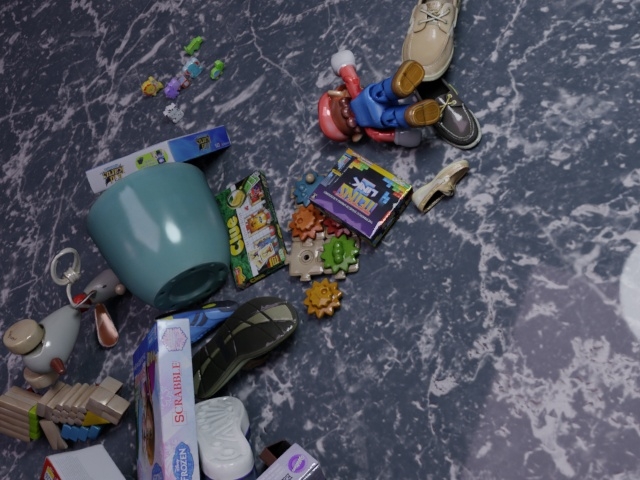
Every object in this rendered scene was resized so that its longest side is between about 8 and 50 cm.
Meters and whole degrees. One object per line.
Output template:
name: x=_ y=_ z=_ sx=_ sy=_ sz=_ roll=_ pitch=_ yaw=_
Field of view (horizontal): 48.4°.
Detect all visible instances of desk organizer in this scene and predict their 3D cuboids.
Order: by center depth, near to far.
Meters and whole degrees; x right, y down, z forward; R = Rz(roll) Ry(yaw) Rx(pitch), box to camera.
desk organizer: x=-0.054 y=0.435 z=1.361 sx=0.130 sy=0.047 sz=0.050 roll=34 pitch=86 yaw=37

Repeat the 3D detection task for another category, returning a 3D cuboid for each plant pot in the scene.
plant pot: x=-0.336 y=0.011 z=1.579 sx=0.293 sy=0.293 sz=0.235 roll=-37 pitch=67 yaw=12

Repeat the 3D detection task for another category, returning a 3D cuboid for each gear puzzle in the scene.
gear puzzle: x=0.000 y=0.000 z=1.506 sx=0.175 sy=0.044 sz=0.339 roll=-5 pitch=67 yaw=22

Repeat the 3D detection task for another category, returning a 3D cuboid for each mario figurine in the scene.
mario figurine: x=0.122 y=-0.301 z=1.500 sx=0.320 sy=0.170 sz=0.198 roll=5 pitch=91 yaw=56

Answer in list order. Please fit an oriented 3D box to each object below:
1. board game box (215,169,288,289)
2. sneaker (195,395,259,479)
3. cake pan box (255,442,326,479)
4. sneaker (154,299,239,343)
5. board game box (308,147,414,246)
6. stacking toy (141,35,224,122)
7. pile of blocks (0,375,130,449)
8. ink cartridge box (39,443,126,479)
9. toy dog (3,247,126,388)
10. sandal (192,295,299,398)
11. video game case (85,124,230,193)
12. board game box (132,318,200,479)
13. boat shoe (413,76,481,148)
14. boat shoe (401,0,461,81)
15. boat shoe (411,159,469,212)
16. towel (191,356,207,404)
board game box: x=-0.160 y=-0.028 z=1.639 sx=0.136 sy=0.030 sz=0.260 roll=-31 pitch=57 yaw=19
sneaker: x=-0.180 y=0.465 z=1.377 sx=0.323 sy=0.130 sz=0.237 roll=-145 pitch=47 yaw=-71
cake pan box: x=-0.082 y=0.494 z=1.181 sx=0.267 sy=0.246 sz=0.070 roll=-40 pitch=51 yaw=-22
sneaker: x=-0.271 y=0.189 z=1.599 sx=0.209 sy=0.069 sz=0.082 roll=-15 pitch=95 yaw=16
board game box: x=0.084 y=-0.091 z=1.471 sx=0.170 sy=0.048 sz=0.141 roll=34 pitch=78 yaw=24
stacking toy: x=-0.375 y=-0.444 z=1.936 sx=0.221 sy=0.052 sz=0.167 roll=-45 pitch=54 yaw=6
pile of blocks: x=-0.588 y=0.399 z=1.682 sx=0.361 sy=0.149 sz=0.113 roll=-6 pitch=23 yaw=19
ink cartridge box: x=-0.453 y=0.620 z=1.415 sx=0.309 sy=0.130 sz=0.272 roll=36 pitch=114 yaw=38
toy dog: x=-0.571 y=0.201 z=1.663 sx=0.160 sy=0.220 sz=0.334 roll=18 pitch=71 yaw=32
sandal: x=-0.163 y=0.223 z=1.499 sx=0.302 sy=0.086 sz=0.120 roll=-39 pitch=56 yaw=20
video game case: x=-0.383 y=-0.198 z=1.716 sx=0.244 sy=0.269 sz=0.061 roll=-14 pitch=100 yaw=25
board game box: x=-0.308 y=0.345 z=1.390 sx=0.318 sy=0.065 sz=0.318 roll=136 pitch=130 yaw=-60
boat shoe: x=0.250 y=-0.280 z=1.473 sx=0.081 sy=0.068 sz=0.228 roll=-38 pitch=55 yaw=11
boat shoe: x=0.236 y=-0.462 z=1.498 sx=0.109 sy=0.098 sz=0.302 roll=11 pitch=59 yaw=16
boat shoe: x=0.245 y=-0.106 z=1.417 sx=0.135 sy=0.050 sz=0.045 roll=-40 pitch=57 yaw=23
towel: x=-0.311 y=0.350 z=1.565 sx=0.144 sy=0.029 sz=0.197 roll=1 pitch=70 yaw=31
